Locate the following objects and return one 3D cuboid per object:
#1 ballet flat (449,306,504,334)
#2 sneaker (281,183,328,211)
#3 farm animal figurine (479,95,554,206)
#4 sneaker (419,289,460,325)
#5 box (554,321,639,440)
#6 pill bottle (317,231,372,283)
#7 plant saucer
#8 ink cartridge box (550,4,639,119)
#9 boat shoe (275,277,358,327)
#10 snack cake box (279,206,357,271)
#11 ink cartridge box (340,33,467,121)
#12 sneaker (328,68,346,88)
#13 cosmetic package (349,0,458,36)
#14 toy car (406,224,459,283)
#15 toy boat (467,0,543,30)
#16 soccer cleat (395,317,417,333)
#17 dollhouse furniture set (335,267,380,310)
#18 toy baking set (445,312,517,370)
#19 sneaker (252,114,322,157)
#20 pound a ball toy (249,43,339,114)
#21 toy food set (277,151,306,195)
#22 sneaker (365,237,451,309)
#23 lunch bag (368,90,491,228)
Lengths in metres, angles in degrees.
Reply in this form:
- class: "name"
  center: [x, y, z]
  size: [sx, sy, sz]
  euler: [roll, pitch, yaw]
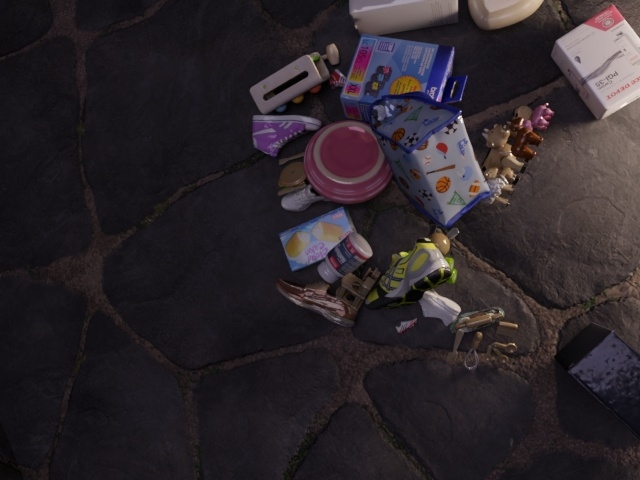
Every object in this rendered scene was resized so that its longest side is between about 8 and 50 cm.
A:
- class: "ballet flat"
  center: [0.524, 0.269, 1.776]
  size: [0.188, 0.070, 0.070]
  euler: [-25, 79, 13]
- class: "sneaker"
  center: [-0.048, -0.174, 1.946]
  size: [0.232, 0.115, 0.090]
  euler: [-19, 81, 14]
- class: "farm animal figurine"
  center: [0.605, -0.303, 1.722]
  size: [0.172, 0.330, 0.326]
  euler: [26, 122, 14]
- class: "sneaker"
  center: [0.370, 0.217, 1.823]
  size: [0.212, 0.080, 0.094]
  euler: [34, 111, 16]
- class: "box"
  center: [0.878, 0.409, 1.542]
  size: [0.294, 0.296, 0.182]
  euler: [44, 99, 14]
- class: "pill bottle"
  center: [0.080, 0.065, 1.818]
  size: [0.180, 0.108, 0.108]
  euler: [-42, 76, 22]
- class: "plant saucer"
  center: [0.102, -0.295, 1.875]
  size: [0.332, 0.084, 0.332]
  euler: [-1, 69, 3]
- class: "ink cartridge box"
  center: [0.920, -0.569, 1.697]
  size: [0.207, 0.117, 0.283]
  euler: [-32, 78, 11]
- class: "boat shoe"
  center: [-0.007, 0.203, 1.913]
  size: [0.324, 0.123, 0.116]
  euler: [25, 89, 7]
- class: "snack cake box"
  center: [0.000, 0.000, 1.934]
  size: [0.264, 0.089, 0.152]
  euler: [-23, 79, 13]
- class: "ink cartridge box"
  center: [0.300, -0.542, 1.837]
  size: [0.396, 0.151, 0.269]
  euler: [15, 78, 15]
- class: "sneaker"
  center: [0.075, -0.586, 1.981]
  size: [0.067, 0.042, 0.118]
  euler: [-43, 68, 5]
- class: "cosmetic package"
  center: [0.297, -0.850, 1.859]
  size: [0.366, 0.197, 0.155]
  euler: [-2, 85, 15]
- class: "toy car"
  center: [0.401, 0.032, 1.814]
  size: [0.155, 0.149, 0.188]
  euler: [11, 64, 28]
- class: "toy boat"
  center: [0.627, -0.894, 1.808]
  size: [0.268, 0.148, 0.318]
  euler: [-17, 89, 19]
- class: "soccer cleat"
  center: [0.303, 0.294, 1.856]
  size: [0.083, 0.029, 0.035]
  euler: [-40, 81, 15]
- class: "dollhouse furniture set"
  center: [0.140, 0.122, 1.805]
  size: [0.101, 0.182, 0.161]
  euler: [32, 60, 8]
- class: "toy baking set"
  center: [0.530, 0.340, 1.748]
  size: [0.256, 0.030, 0.196]
  euler: [-14, 107, 17]
- class: "sneaker"
  center: [-0.128, -0.393, 2.005]
  size: [0.282, 0.102, 0.161]
  euler: [5, 94, 23]
- class: "pound a ball toy"
  center: [-0.076, -0.598, 1.982]
  size: [0.319, 0.208, 0.135]
  euler: [-22, 105, 25]
- class: "toy food set"
  center: [-0.099, -0.243, 1.983]
  size: [0.132, 0.038, 0.192]
  euler: [-15, 49, 17]
- class: "sneaker"
  center: [0.277, 0.123, 1.744]
  size: [0.385, 0.145, 0.147]
  euler: [-41, 58, 47]
- class: "lunch bag"
  center: [0.318, -0.278, 1.666]
  size: [0.239, 0.327, 0.385]
  euler: [-35, 32, -6]
